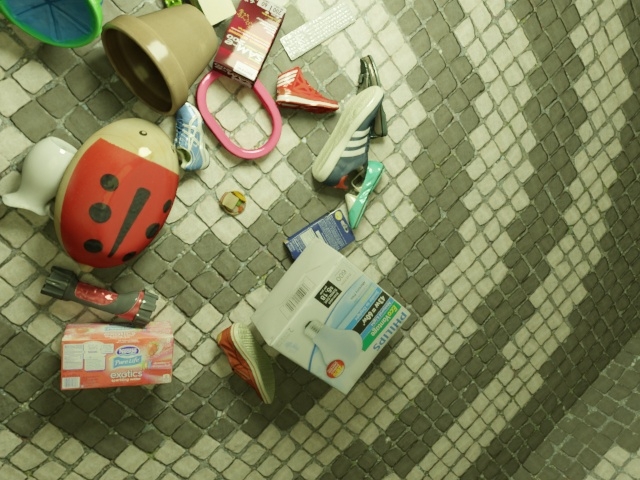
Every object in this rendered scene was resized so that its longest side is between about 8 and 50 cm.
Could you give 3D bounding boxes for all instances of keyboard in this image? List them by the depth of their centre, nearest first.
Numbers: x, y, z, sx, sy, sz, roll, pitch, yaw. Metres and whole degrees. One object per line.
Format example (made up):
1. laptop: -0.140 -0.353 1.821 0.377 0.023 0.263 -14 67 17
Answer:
1. keyboard: -0.006 -0.662 1.537 0.256 0.014 0.072 -36 112 -11

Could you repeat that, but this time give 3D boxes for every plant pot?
1. plant pot: -0.402 -0.505 1.309 0.229 0.263 0.263 -47 115 -25

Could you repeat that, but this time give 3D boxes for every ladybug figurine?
1. ladybug figurine: -0.534 -0.109 1.331 0.305 0.161 0.450 21 95 -48

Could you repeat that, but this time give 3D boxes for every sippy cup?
1. sippy cup: -0.621 -0.630 1.172 0.305 0.240 0.224 12 61 -14

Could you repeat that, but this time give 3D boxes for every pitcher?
1. pitcher: -0.716 -0.157 1.320 0.177 0.125 0.207 31 100 -36

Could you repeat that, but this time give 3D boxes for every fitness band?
1. fitness band: -0.243 -0.386 1.483 0.209 0.054 0.291 -40 111 -9

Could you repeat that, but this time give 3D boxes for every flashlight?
1. flashlight: -0.635 0.157 1.426 0.304 0.103 0.103 26 65 -23

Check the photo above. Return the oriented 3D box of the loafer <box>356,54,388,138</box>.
1. loafer: 0.157 -0.463 1.605 0.084 0.096 0.268 -17 111 -5

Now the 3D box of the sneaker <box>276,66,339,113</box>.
1. sneaker: -0.035 -0.475 1.529 0.221 0.087 0.128 -1 90 -36

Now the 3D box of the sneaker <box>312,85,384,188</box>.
1. sneaker: 0.120 -0.322 1.585 0.148 0.131 0.350 25 111 -27

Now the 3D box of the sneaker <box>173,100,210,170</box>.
1. sneaker: -0.384 -0.303 1.420 0.081 0.080 0.211 -30 112 -47

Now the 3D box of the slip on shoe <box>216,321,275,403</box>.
1. slip on shoe: -0.241 0.417 1.642 0.101 0.123 0.331 -17 116 17

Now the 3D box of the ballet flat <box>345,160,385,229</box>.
1. ballet flat: 0.134 -0.162 1.676 0.087 0.083 0.248 25 92 0

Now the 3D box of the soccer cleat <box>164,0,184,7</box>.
1. soccer cleat: -0.408 -0.707 1.346 0.072 0.060 0.179 -58 140 -47

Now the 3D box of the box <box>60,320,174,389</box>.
1. box: -0.598 0.333 1.454 0.299 0.142 0.154 1 101 -22

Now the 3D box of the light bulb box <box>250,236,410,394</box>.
1. light bulb box: 0.033 0.248 1.617 0.361 0.225 0.358 39 88 -29

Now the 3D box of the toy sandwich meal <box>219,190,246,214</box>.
1. toy sandwich meal: -0.272 -0.120 1.543 0.085 0.029 0.086 -5 103 -20

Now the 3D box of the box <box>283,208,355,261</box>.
1. box: 0.000 0.000 1.672 0.225 0.036 0.137 -33 112 -10

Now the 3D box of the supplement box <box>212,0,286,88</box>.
1. supplement box: -0.205 -0.579 1.412 0.130 0.073 0.240 23 83 -11

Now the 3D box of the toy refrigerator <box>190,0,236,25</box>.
1. toy refrigerator: -0.336 -0.726 1.307 0.094 0.102 0.270 -31 127 -8
